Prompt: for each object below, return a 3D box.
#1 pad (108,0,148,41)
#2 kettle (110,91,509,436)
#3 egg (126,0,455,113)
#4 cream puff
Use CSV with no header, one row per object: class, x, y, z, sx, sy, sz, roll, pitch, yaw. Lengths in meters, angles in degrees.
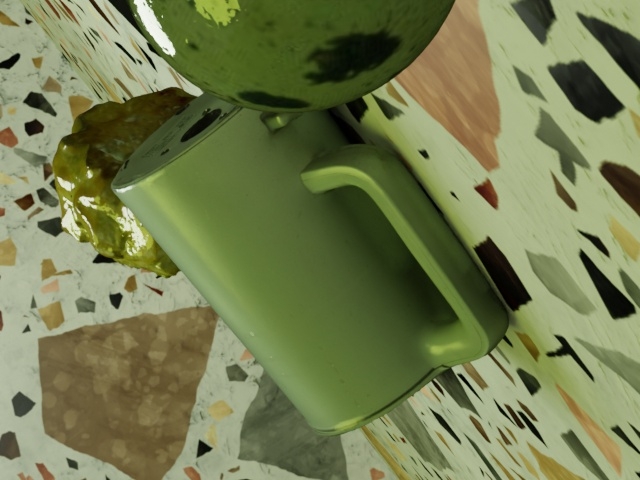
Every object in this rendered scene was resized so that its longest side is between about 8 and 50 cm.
pad,-0.284,-0.342,2.112,0.245,0.006,0.170,47,172,35
kettle,0.000,-0.005,1.464,0.318,0.265,0.205,54,-156,-15
egg,-0.009,-0.156,0.773,0.177,0.177,0.228,52,159,-3
cream puff,-0.188,-0.055,1.902,0.282,0.282,0.185,44,141,43
